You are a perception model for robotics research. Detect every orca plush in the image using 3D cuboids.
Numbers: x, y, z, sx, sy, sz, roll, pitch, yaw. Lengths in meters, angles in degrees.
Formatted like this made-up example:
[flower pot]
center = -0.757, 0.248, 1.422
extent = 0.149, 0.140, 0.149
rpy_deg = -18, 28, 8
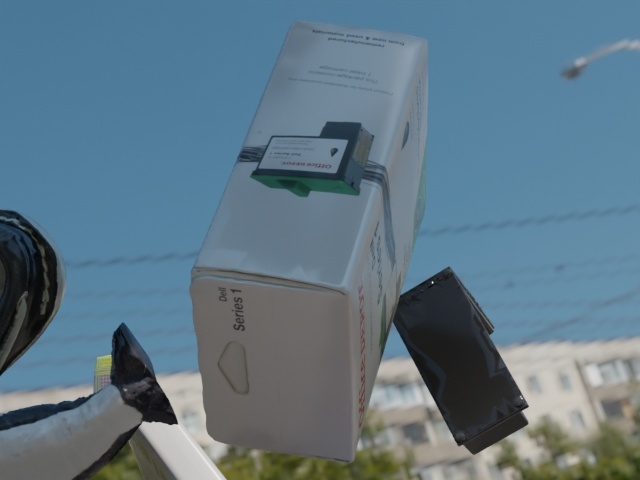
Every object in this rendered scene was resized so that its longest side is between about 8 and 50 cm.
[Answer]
[orca plush]
center = -0.254, 0.155, 1.236
extent = 0.287, 0.102, 0.151
rpy_deg = -41, -64, 8

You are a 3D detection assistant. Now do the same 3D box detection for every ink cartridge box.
[ink cartridge box]
center = 0.000, 0.000, 0.963
extent = 0.093, 0.219, 0.160
rpy_deg = 8, -42, 11

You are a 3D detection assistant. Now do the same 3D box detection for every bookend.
[bookend]
center = 0.144, 0.129, 1.482
extent = 0.072, 0.157, 0.156
rpy_deg = -31, -31, 6

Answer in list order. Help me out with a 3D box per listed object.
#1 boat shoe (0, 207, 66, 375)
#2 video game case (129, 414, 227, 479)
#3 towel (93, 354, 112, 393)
[boat shoe]
center = -0.256, 0.101, 0.839
extent = 0.302, 0.114, 0.091
rpy_deg = -53, -1, 2
[video game case]
center = -0.046, 0.302, 1.294
extent = 0.036, 0.329, 0.300
rpy_deg = -31, -39, -17
[towel]
center = -0.194, 0.151, 1.549
extent = 0.060, 0.083, 0.009
rpy_deg = -9, -15, 24
